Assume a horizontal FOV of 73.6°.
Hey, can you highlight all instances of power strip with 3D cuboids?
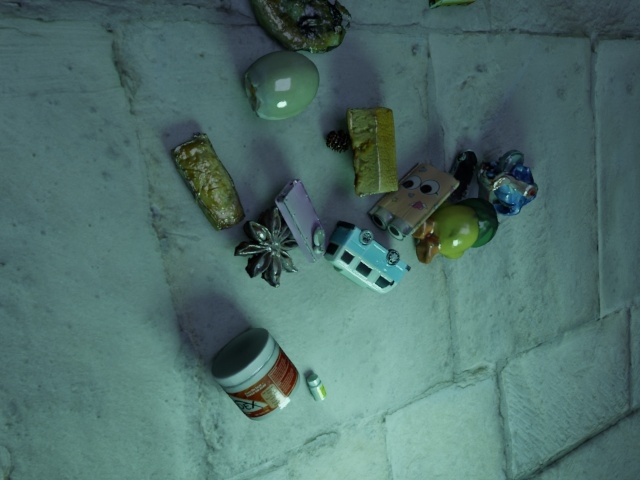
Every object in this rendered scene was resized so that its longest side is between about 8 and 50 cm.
[{"bbox_3d":[0.000,0.000,1.323,0.055,0.035,0.083,28,65,-54],"label":"power strip"},{"bbox_3d":[-0.049,-0.055,1.314,0.109,0.038,0.278,-57,135,-38],"label":"power strip"}]

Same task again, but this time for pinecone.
[{"bbox_3d":[0.056,-0.317,1.375,0.083,0.077,0.077,-8,100,-8],"label":"pinecone"}]

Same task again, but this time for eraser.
[{"bbox_3d":[0.327,-0.137,1.490,0.290,0.171,0.087,-44,145,-16],"label":"eraser"}]

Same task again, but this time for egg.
[{"bbox_3d":[-0.101,-0.442,1.218,0.217,0.183,0.182,-21,105,-16],"label":"egg"}]

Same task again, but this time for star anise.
[{"bbox_3d":[-0.162,0.015,1.276,0.236,0.109,0.223,30,73,-48],"label":"star anise"}]

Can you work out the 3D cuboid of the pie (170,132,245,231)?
[{"bbox_3d":[-0.312,-0.164,1.210,0.129,0.068,0.282,-32,105,-21],"label":"pie"}]

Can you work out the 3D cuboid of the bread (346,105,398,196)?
[{"bbox_3d":[0.170,-0.285,1.379,0.185,0.114,0.274,-19,103,-59],"label":"bread"}]

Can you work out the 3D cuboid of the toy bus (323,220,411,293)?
[{"bbox_3d":[0.150,0.068,1.433,0.271,0.133,0.164,35,85,-23],"label":"toy bus"}]

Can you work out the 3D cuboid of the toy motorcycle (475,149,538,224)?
[{"bbox_3d":[0.723,-0.205,1.691,0.241,0.181,0.319,-29,134,24],"label":"toy motorcycle"}]

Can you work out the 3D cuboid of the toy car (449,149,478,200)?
[{"bbox_3d":[0.538,-0.250,1.633,0.095,0.056,0.204,29,79,-26],"label":"toy car"}]

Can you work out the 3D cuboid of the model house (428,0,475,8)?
[{"bbox_3d":[0.498,-0.923,1.449,0.224,0.215,0.198,-16,104,-24],"label":"model house"}]

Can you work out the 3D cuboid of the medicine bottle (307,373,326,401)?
[{"bbox_3d":[-0.013,0.498,1.444,0.047,0.047,0.083,-27,108,-22],"label":"medicine bottle"}]

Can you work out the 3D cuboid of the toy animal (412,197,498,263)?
[{"bbox_3d":[0.506,-0.047,1.559,0.339,0.191,0.215,-15,88,-21],"label":"toy animal"}]

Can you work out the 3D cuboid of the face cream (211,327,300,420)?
[{"bbox_3d":[-0.186,0.392,1.258,0.201,0.201,0.187,-39,111,-18],"label":"face cream"}]

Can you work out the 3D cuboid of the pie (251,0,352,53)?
[{"bbox_3d":[-0.070,-0.734,1.263,0.297,0.078,0.371,-30,109,-19],"label":"pie"}]
